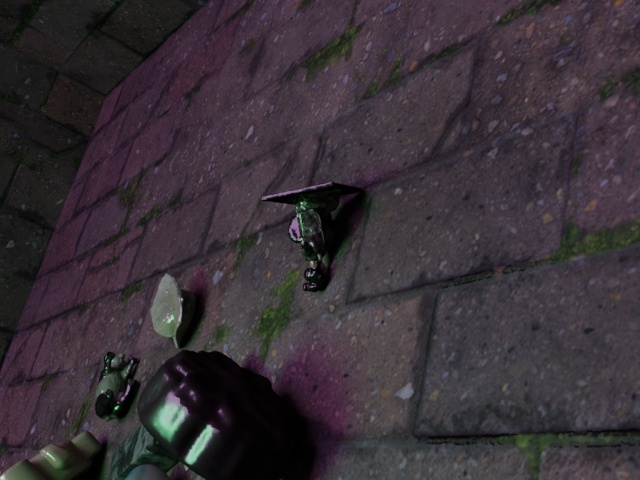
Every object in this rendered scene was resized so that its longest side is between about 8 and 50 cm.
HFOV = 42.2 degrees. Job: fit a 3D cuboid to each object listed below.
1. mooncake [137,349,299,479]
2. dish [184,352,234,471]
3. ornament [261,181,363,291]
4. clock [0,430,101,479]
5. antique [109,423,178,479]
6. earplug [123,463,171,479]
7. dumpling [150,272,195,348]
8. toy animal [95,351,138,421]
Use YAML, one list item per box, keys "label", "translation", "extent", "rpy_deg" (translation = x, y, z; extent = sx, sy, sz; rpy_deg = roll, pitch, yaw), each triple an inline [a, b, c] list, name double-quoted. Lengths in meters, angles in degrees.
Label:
- label: "mooncake"
  translation: [-0.165, 0.300, 1.424]
  extent: [0.141, 0.283, 0.283]
  rpy_deg: [-59, 28, 7]
- label: "dish"
  translation: [-0.208, 0.359, 1.673]
  extent: [0.234, 0.064, 0.154]
  rpy_deg: [-58, 28, 8]
- label: "ornament"
  translation: [0.000, 0.000, 1.597]
  extent: [0.153, 0.166, 0.196]
  rpy_deg: [-8, 87, 24]
- label: "clock"
  translation: [-0.720, 0.621, 2.111]
  extent: [0.284, 0.114, 0.309]
  rpy_deg: [-49, -10, 30]
- label: "antique"
  translation: [-0.387, 0.478, 1.852]
  extent: [0.183, 0.086, 0.088]
  rpy_deg: [-43, 34, 33]
- label: "earplug"
  translation: [-0.343, 0.571, 1.633]
  extent: [0.185, 0.185, 0.324]
  rpy_deg: [-52, 23, 21]
- label: "dumpling"
  translation: [-0.358, 0.173, 2.053]
  extent: [0.150, 0.092, 0.176]
  rpy_deg: [-20, 51, 56]
- label: "toy animal"
  translation: [-0.548, 0.381, 2.213]
  extent: [0.121, 0.094, 0.225]
  rpy_deg: [-58, 28, 29]
